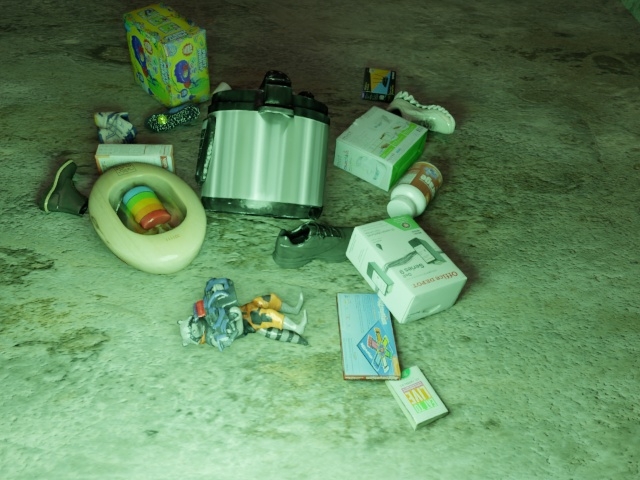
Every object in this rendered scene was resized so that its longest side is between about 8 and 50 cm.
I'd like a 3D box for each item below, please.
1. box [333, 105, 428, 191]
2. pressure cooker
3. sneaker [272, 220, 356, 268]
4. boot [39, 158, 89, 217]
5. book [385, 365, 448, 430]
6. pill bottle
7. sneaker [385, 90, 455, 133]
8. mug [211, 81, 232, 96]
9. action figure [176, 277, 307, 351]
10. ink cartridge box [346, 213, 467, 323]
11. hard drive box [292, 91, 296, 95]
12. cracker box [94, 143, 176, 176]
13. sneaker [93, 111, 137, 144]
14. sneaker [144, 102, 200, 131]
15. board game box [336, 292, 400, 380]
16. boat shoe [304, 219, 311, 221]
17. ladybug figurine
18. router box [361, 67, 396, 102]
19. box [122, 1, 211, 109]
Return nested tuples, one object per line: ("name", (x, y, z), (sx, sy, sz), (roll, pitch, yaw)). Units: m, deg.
("box", (0.211, -0.332, 2.091), (0.231, 0.127, 0.262), (28, 51, 20))
("pressure cooker", (-0.155, -0.275, 1.732), (0.369, 0.421, 0.375), (7, 3, 35))
("sneaker", (0.000, 0.000, 1.760), (0.286, 0.130, 0.109), (-13, 48, -19))
("boot", (-0.777, -0.159, 1.877), (0.136, 0.077, 0.198), (13, 60, 1))
("book", (0.240, 0.391, 1.489), (0.096, 0.035, 0.144), (-16, 48, -22))
("pill bottle", (0.305, -0.154, 1.938), (0.121, 0.121, 0.216), (26, 50, 17))
("sneaker", (0.377, -0.464, 2.256), (0.292, 0.110, 0.118), (31, 59, 32))
("mug", (-0.388, -0.567, 2.307), (0.062, 0.078, 0.064), (43, 60, -10))
("action figure", (-0.197, 0.224, 1.506), (0.329, 0.179, 0.341), (-5, 23, -4))
("ink cartridge box", (0.244, 0.074, 1.703), (0.211, 0.122, 0.289), (-15, 49, -31))
("hard drive box", (-0.101, -0.375, 2.063), (0.089, 0.181, 0.232), (-13, 49, -17))
("cracker box", (-0.583, -0.228, 1.895), (0.232, 0.156, 0.067), (1, 46, -6))
("sneaker", (-0.692, -0.357, 2.034), (0.130, 0.112, 0.297), (-13, 50, -18))
("sneaker", (-0.543, -0.450, 2.178), (0.209, 0.069, 0.082), (-21, 19, -12))
("board game box", (0.122, 0.251, 1.589), (0.144, 0.027, 0.281), (1, 41, -4))
("boat shoe", (-0.081, -0.152, 1.929), (0.083, 0.079, 0.233), (-16, 52, -21))
("ladybug figurine", (-0.504, -0.060, 1.741), (0.304, 0.162, 0.449), (-22, 53, -25))
("router box", (0.240, -0.637, 2.432), (0.133, 0.046, 0.179), (8, 47, 2))
("box", (-0.571, -0.687, 2.231), (0.177, 0.290, 0.279), (-34, 58, -31))
